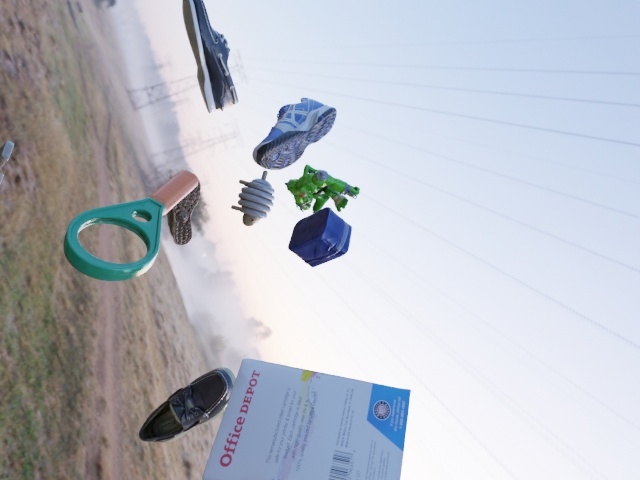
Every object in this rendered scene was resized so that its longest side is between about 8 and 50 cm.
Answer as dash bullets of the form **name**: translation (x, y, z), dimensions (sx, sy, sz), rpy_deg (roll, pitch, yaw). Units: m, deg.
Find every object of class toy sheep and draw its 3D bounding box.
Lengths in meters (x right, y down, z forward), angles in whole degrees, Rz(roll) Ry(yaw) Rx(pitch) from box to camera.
- **toy sheep**: translation (-0.145, -0.095, 1.263), dimensions (0.091, 0.091, 0.132), rpy_deg (-154, -100, -73)

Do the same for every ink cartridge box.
- **ink cartridge box**: translation (-0.013, 0.289, 0.751), dimensions (0.168, 0.232, 0.171), rpy_deg (91, 12, -47)

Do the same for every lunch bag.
- **lunch bag**: translation (0.000, 0.000, 0.898), dimensions (0.065, 0.098, 0.067), rpy_deg (39, 48, -29)

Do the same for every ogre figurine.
- **ogre figurine**: translation (-0.009, -0.127, 1.428), dimensions (0.118, 0.097, 0.197), rpy_deg (36, -12, -35)

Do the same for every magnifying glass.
- **magnifying glass**: translation (-0.203, -0.028, 0.650), dimensions (0.026, 0.092, 0.231), rpy_deg (-60, -179, 34)

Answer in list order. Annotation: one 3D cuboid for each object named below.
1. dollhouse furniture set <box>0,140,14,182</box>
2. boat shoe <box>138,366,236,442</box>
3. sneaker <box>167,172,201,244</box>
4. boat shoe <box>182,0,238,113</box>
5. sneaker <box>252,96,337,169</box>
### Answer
- **dollhouse furniture set**: translation (-0.545, -0.072, 0.697), dimensions (0.212, 0.161, 0.242), rpy_deg (37, 25, -37)
- **boat shoe**: translation (-0.248, 0.315, 1.048), dimensions (0.080, 0.223, 0.073), rpy_deg (57, 21, 15)
- **sneaker**: translation (-0.337, -0.090, 1.353), dimensions (0.086, 0.064, 0.192), rpy_deg (51, -44, 44)
- **boat shoe**: translation (-0.265, -0.458, 1.381), dimensions (0.303, 0.091, 0.114), rpy_deg (89, -23, -50)
- **sneaker**: translation (-0.060, -0.205, 1.077), dimensions (0.081, 0.211, 0.080), rpy_deg (35, -38, 18)
